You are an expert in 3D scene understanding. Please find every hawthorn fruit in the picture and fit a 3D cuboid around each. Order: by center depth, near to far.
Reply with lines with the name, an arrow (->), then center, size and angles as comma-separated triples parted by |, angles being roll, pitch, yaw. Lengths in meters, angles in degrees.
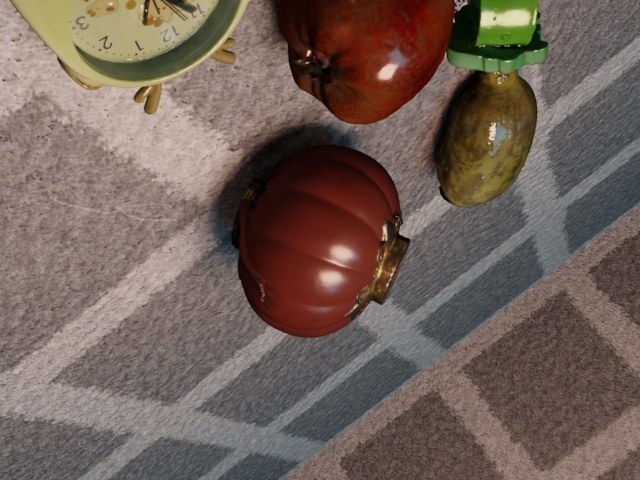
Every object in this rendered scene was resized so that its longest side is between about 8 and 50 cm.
hawthorn fruit -> 0.078, -0.267, 0.964 | 0.248, 0.208, 0.208 | -37, 155, -17

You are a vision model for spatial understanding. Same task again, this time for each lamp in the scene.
lamp -> 0.000, 0.000, 1.219 | 0.303, 0.257, 0.303 | 21, 90, -82

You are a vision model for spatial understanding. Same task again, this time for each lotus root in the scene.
lotus root -> 0.291, -0.185, 1.404 | 0.173, 0.173, 0.309 | -22, 144, -26

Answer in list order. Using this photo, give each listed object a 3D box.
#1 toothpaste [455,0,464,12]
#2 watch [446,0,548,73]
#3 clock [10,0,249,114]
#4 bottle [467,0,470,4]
toothpaste -> 0.196, -0.355, 1.146 | 0.218, 0.033, 0.052 | -51, 154, 18
watch -> 0.214, -0.301, 0.989 | 0.131, 0.165, 0.152 | 0, 135, 8
clock -> -0.176, -0.254, 0.793 | 0.235, 0.096, 0.308 | -33, 153, -9
bottle -> 0.212, -0.377, 1.050 | 0.083, 0.083, 0.270 | -32, 148, -8
